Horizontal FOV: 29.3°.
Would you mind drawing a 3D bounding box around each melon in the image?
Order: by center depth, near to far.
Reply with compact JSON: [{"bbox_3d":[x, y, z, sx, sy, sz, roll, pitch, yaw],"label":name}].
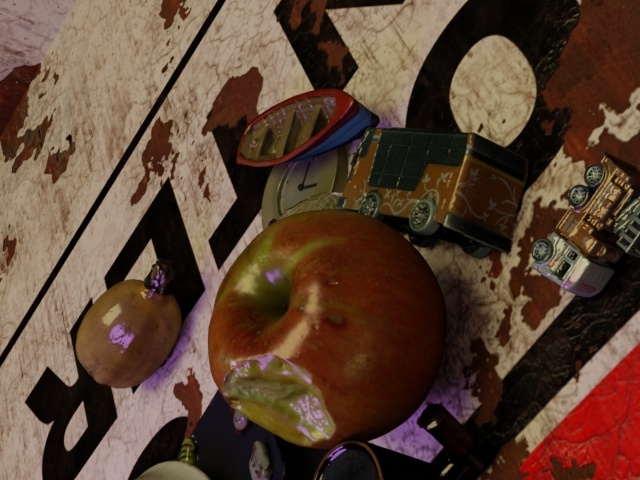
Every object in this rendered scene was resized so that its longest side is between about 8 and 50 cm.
[{"bbox_3d":[-0.003,0.001,2.054,0.202,0.093,0.139,-25,39,40],"label":"melon"}]

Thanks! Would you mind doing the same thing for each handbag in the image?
[{"bbox_3d":[-0.129,0.396,2.023,0.329,0.122,0.303,-55,36,25],"label":"handbag"}]

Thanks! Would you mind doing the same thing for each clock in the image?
[{"bbox_3d":[-0.031,-0.093,2.211,0.235,0.029,0.235,-34,46,43],"label":"clock"}]

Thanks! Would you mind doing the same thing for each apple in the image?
[{"bbox_3d":[0.017,0.130,1.732,0.339,0.339,0.339,-31,50,45],"label":"apple"}]

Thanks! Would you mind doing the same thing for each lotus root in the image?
[{"bbox_3d":[-0.366,0.162,2.434,0.310,0.183,0.183,-52,37,26],"label":"lotus root"}]

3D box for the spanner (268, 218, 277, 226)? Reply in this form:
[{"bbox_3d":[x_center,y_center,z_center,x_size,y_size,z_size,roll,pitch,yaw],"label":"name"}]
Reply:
[{"bbox_3d":[-0.049,0.043,2.142,0.046,0.012,0.208,-55,47,37],"label":"spanner"}]

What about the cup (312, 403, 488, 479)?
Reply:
[{"bbox_3d":[0.121,0.344,1.620,0.239,0.177,0.166,-44,40,36],"label":"cup"}]

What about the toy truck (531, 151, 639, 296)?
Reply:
[{"bbox_3d":[0.357,-0.006,1.543,0.177,0.080,0.115,-58,44,17],"label":"toy truck"}]

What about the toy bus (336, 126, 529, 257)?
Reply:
[{"bbox_3d":[0.162,-0.079,1.814,0.275,0.138,0.167,9,80,56],"label":"toy bus"}]

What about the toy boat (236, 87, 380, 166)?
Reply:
[{"bbox_3d":[-0.027,-0.195,2.161,0.392,0.079,0.136,-9,62,56],"label":"toy boat"}]

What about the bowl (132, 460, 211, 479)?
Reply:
[{"bbox_3d":[-0.316,0.570,1.960,0.435,0.196,0.434,-12,75,51],"label":"bowl"}]
